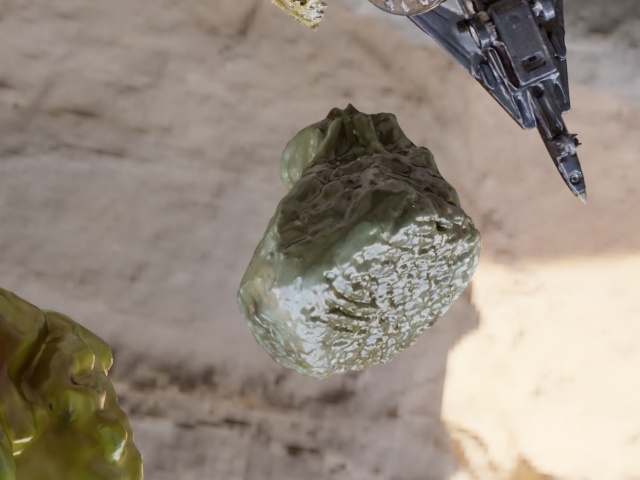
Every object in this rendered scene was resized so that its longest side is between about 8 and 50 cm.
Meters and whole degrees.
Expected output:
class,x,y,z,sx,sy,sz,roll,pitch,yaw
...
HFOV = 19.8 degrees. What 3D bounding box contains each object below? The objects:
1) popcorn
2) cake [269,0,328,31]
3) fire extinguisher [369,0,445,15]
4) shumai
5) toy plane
class,x,y,z,sx,sy,sz,roll,pitch,yaw
popcorn,-0.233,0.133,1.035,0.224,0.270,0.258,-35,149,26
cake,-0.047,-0.272,1.601,0.185,0.116,0.080,29,174,24
fire extinguisher,0.190,-0.289,1.643,0.200,0.376,0.113,49,136,5
shumai,0.000,0.000,1.751,0.260,0.222,0.225,-24,143,-41
toy plane,0.233,-0.188,2.061,0.204,0.316,0.103,-24,174,-4
